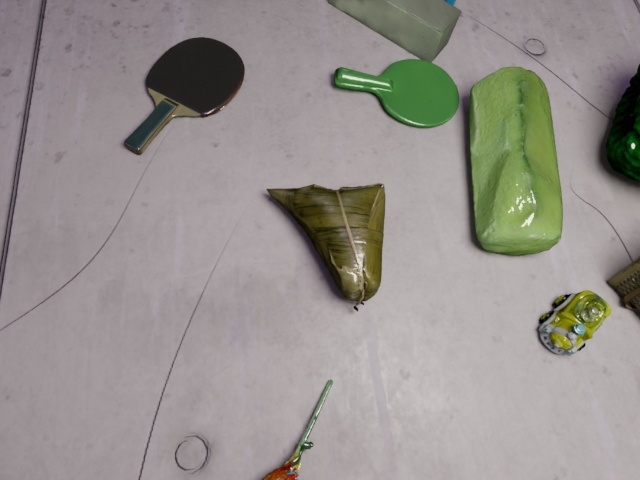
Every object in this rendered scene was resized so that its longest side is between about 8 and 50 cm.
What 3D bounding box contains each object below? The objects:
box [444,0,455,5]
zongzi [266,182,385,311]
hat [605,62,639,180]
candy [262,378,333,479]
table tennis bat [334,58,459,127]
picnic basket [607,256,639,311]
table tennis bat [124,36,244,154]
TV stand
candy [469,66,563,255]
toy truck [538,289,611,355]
[{"bbox_3d":[0.282,-0.606,0.944,0.073,0.139,0.194,17,69,2],"label":"box"},{"bbox_3d":[0.000,0.003,0.713,0.205,0.094,0.204,5,69,2],"label":"zongzi"},{"bbox_3d":[0.702,-0.192,0.751,0.333,0.242,0.274,22,77,17],"label":"hat"},{"bbox_3d":[-0.026,0.291,0.626,0.061,0.060,0.200,27,61,6],"label":"candy"},{"bbox_3d":[0.153,-0.303,0.875,0.258,0.039,0.160,9,69,-6],"label":"table tennis bat"},{"bbox_3d":[0.631,0.039,0.696,0.267,0.165,0.139,-26,63,-13],"label":"picnic basket"},{"bbox_3d":[-0.265,-0.283,0.841,0.174,0.022,0.301,28,68,6],"label":"table tennis bat"},{"bbox_3d":[0.149,-0.492,0.918,0.270,0.088,0.082,35,70,9],"label":"TV stand"},{"bbox_3d":[0.347,-0.145,0.784,0.142,0.132,0.343,23,63,-41],"label":"candy"},{"bbox_3d":[0.409,0.132,0.699,0.111,0.077,0.076,-41,77,-17],"label":"toy truck"}]
